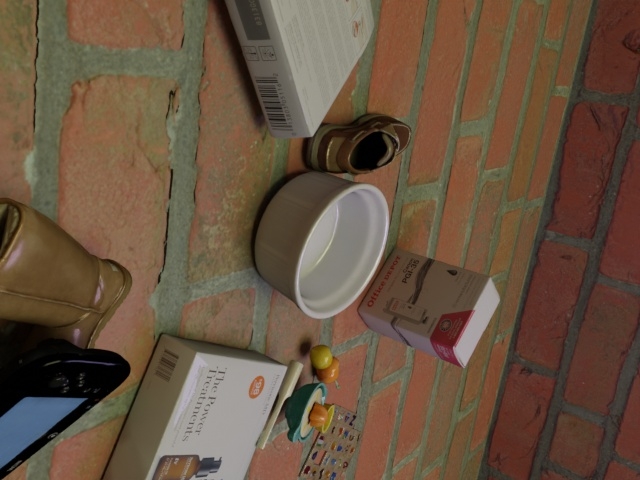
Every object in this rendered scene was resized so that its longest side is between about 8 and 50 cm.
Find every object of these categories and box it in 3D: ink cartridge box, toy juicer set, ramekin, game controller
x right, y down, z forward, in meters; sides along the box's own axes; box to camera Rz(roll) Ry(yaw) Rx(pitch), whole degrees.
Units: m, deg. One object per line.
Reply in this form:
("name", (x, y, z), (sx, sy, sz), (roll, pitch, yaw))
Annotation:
("ink cartridge box", (-0.021, -0.415, 1.129), (0.308, 0.091, 0.385), (71, 32, -42))
("ink cartridge box", (0.264, 0.160, 1.605), (0.207, 0.282, 0.117), (-57, 140, -19))
("toy juicer set", (-0.015, 0.335, 1.411), (0.329, 0.089, 0.209), (19, 88, -70))
("ramekin", (0.000, 0.000, 1.266), (0.277, 0.135, 0.277), (-33, 136, -38))
("game controller", (-0.386, 0.231, 0.800), (0.319, 0.067, 0.166), (-38, 146, 12))

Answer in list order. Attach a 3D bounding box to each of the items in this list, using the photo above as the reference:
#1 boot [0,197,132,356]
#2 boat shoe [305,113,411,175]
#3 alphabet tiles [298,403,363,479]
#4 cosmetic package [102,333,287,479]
("boot", (-0.361, 0.088, 0.784), (0.236, 0.089, 0.269), (-62, 165, -9))
("boat shoe", (0.107, -0.191, 1.355), (0.324, 0.116, 0.123), (-24, 125, -47))
("alphabet tiles", (0.042, 0.549, 1.730), (0.198, 0.009, 0.237), (-63, 146, -11))
("cosmetic package", (-0.234, 0.376, 1.183), (0.284, 0.097, 0.378), (26, 85, -59))
